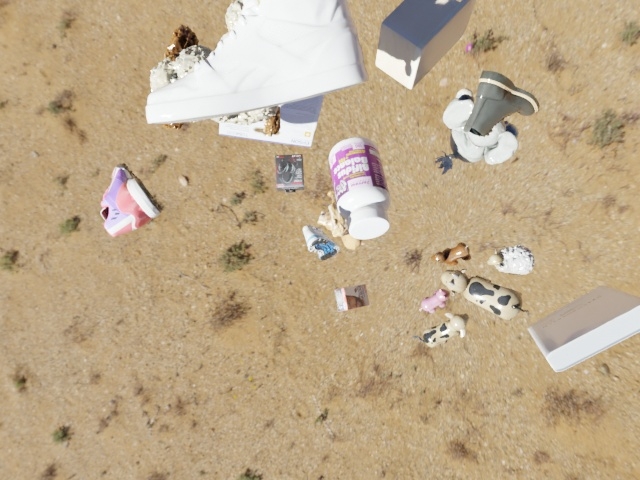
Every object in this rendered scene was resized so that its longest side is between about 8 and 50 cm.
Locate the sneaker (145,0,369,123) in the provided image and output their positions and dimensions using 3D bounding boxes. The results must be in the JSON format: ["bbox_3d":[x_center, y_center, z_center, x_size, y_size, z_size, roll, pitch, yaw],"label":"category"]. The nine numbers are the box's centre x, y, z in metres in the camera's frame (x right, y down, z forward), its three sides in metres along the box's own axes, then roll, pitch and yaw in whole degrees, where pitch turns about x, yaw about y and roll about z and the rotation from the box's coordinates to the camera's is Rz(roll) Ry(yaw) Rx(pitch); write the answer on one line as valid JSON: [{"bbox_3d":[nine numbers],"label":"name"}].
[{"bbox_3d":[-0.098,-0.252,0.595,0.292,0.108,0.169,-14,107,1],"label":"sneaker"}]

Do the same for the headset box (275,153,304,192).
[{"bbox_3d":[-0.067,-0.145,1.030,0.062,0.032,0.084,-2,79,0],"label":"headset box"}]

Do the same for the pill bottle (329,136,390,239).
[{"bbox_3d":[0.127,-0.163,1.469,0.169,0.169,0.302,-18,59,15],"label":"pill bottle"}]

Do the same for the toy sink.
[{"bbox_3d":[0.258,-0.532,1.168,0.131,0.153,0.234,40,77,13],"label":"toy sink"}]

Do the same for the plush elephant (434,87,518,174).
[{"bbox_3d":[0.543,-0.378,1.557,0.272,0.255,0.330,43,74,-3],"label":"plush elephant"}]

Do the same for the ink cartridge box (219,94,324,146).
[{"bbox_3d":[-0.156,-0.460,1.486,0.323,0.330,0.072,6,54,-10],"label":"ink cartridge box"}]

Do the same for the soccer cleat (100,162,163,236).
[{"bbox_3d":[-0.458,-0.096,1.074,0.116,0.318,0.109,-39,123,-13],"label":"soccer cleat"}]

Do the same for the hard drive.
[{"bbox_3d":[0.628,0.198,1.113,0.233,0.353,0.047,-35,79,15],"label":"hard drive"}]

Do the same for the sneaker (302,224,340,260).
[{"bbox_3d":[0.000,0.000,1.397,0.071,0.191,0.083,-33,65,5],"label":"sneaker"}]

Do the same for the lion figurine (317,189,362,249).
[{"bbox_3d":[0.110,-0.059,1.848,0.142,0.392,0.241,-18,57,15],"label":"lion figurine"}]

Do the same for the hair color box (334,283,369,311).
[{"bbox_3d":[0.132,0.235,1.927,0.053,0.167,0.093,-16,82,38],"label":"hair color box"}]

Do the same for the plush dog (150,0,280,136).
[{"bbox_3d":[-0.187,-0.279,0.831,0.225,0.211,0.263,1,53,-1],"label":"plush dog"}]

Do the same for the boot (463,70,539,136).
[{"bbox_3d":[0.411,-0.288,1.076,0.077,0.197,0.137,35,108,57],"label":"boot"}]

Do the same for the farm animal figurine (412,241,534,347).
[{"bbox_3d":[0.433,0.164,1.363,0.326,0.172,0.331,5,84,32],"label":"farm animal figurine"}]
